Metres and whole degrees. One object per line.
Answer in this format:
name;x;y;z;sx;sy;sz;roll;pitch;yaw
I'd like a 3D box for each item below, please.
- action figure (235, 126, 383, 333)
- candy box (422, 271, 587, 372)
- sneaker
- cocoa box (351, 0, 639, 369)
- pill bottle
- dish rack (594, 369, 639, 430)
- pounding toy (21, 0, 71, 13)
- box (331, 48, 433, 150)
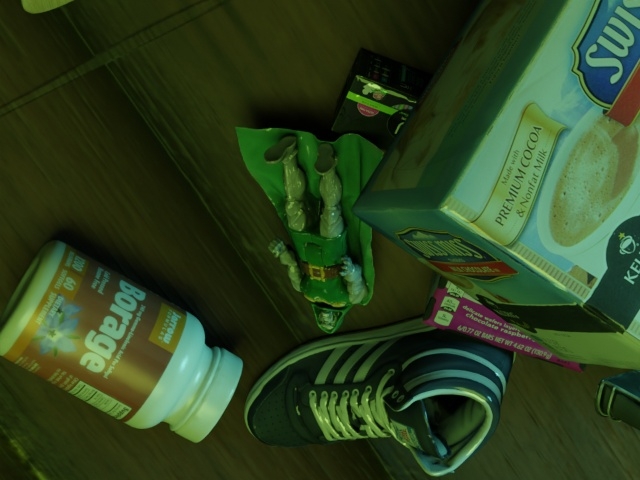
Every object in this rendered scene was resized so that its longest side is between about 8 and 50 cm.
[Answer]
action figure;0.000;0.000;1.772;0.137;0.063;0.232;14;141;22
candy box;0.198;0.002;1.729;0.159;0.071;0.233;17;136;-2
sneaker;0.046;0.158;1.832;0.282;0.153;0.099;-20;118;19
cocoa box;0.226;-0.105;1.497;0.228;0.231;0.347;34;82;-13
pill bottle;-0.187;0.100;1.844;0.216;0.121;0.121;30;122;-13
dish rack;0.358;0.037;1.705;0.208;0.074;0.271;-13;125;-39
pounding toy;-0.226;-0.301;1.562;0.154;0.155;0.269;1;124;2
box;0.060;-0.117;1.710;0.083;0.052;0.062;19;123;-7
